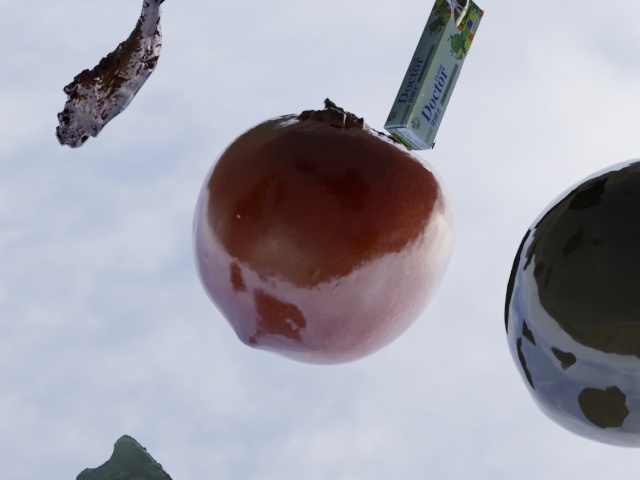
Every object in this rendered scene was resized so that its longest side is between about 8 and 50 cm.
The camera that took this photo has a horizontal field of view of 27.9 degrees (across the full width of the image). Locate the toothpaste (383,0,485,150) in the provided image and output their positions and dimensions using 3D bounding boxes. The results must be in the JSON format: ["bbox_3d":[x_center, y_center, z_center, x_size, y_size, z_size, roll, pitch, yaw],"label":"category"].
[{"bbox_3d":[0.112,-0.167,1.251,0.034,0.046,0.164,1,-118,47],"label":"toothpaste"}]

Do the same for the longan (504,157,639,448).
[{"bbox_3d":[0.263,0.048,1.012,0.248,0.248,0.248,-6,-142,5],"label":"longan"}]

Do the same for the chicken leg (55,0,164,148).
[{"bbox_3d":[-0.214,-0.181,1.356,0.053,0.093,0.205,36,-86,24],"label":"chicken leg"}]

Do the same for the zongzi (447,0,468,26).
[{"bbox_3d":[0.122,-0.280,1.162,0.123,0.260,0.289,-32,-113,20],"label":"zongzi"}]

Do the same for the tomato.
[{"bbox_3d":[0.000,0.000,1.567,0.322,0.321,0.321,-6,-142,5],"label":"tomato"}]

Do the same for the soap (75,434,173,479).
[{"bbox_3d":[-0.177,0.328,1.459,0.150,0.261,0.094,38,-109,22],"label":"soap"}]
